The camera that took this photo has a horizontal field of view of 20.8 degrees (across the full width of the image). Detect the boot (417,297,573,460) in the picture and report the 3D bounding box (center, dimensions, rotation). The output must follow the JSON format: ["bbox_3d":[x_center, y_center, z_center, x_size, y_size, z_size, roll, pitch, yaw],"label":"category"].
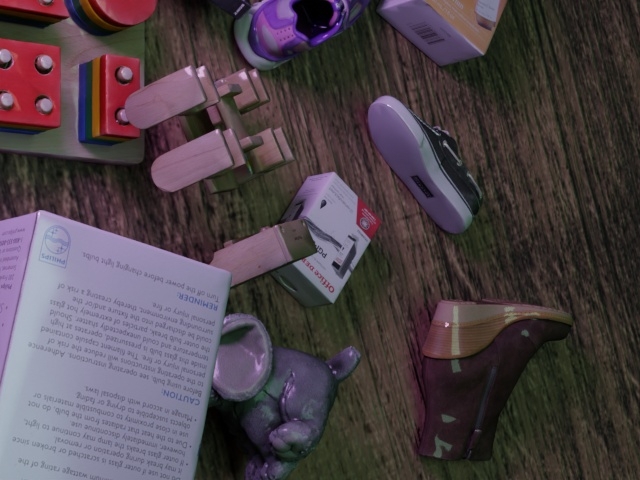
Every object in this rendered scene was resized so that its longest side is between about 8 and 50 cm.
[{"bbox_3d":[0.225,0.182,2.281,0.248,0.090,0.206,3,94,-39],"label":"boot"}]

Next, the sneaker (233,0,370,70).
[{"bbox_3d":[0.006,-0.289,2.141,0.236,0.104,0.095,-40,107,-35],"label":"sneaker"}]

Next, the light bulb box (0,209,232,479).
[{"bbox_3d":[-0.296,0.188,1.683,0.225,0.358,0.361,19,74,-33],"label":"light bulb box"}]

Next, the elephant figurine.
[{"bbox_3d":[-0.109,0.156,1.974,0.239,0.169,0.186,38,32,-11],"label":"elephant figurine"}]

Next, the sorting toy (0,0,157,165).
[{"bbox_3d":[-0.291,-0.224,1.910,0.257,0.089,0.255,5,81,-37],"label":"sorting toy"}]

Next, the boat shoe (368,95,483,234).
[{"bbox_3d":[0.137,-0.108,2.241,0.070,0.078,0.219,-52,123,-29],"label":"boat shoe"}]

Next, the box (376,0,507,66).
[{"bbox_3d":[0.172,-0.337,2.284,0.130,0.091,0.170,36,64,-29],"label":"box"}]

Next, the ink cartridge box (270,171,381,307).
[{"bbox_3d":[0.000,0.000,2.128,0.099,0.056,0.135,45,59,-26],"label":"ink cartridge box"}]

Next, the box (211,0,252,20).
[{"bbox_3d":[-0.156,-0.330,2.025,0.162,0.029,0.116,32,22,-29],"label":"box"}]

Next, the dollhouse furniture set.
[{"bbox_3d":[-0.133,-0.063,1.965,0.242,0.161,0.212,67,18,2],"label":"dollhouse furniture set"}]
